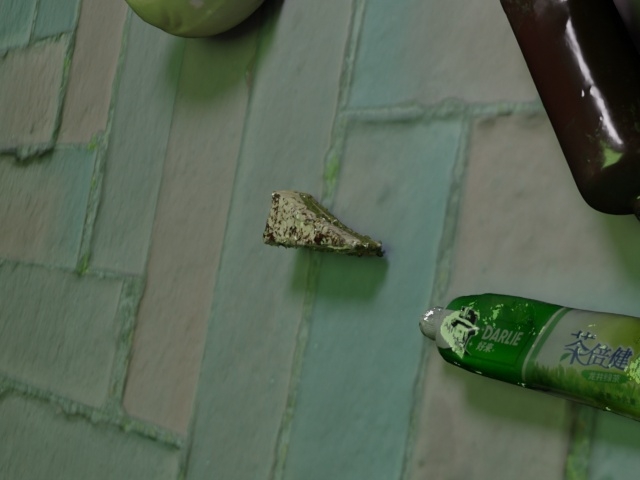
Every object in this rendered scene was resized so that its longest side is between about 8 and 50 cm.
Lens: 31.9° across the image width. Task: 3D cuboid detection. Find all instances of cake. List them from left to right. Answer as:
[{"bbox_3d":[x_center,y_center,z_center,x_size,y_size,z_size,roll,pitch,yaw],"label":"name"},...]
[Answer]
[{"bbox_3d":[0.000,0.000,0.971,0.140,0.051,0.055,34,108,54],"label":"cake"}]

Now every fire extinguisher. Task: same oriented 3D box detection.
[{"bbox_3d":[0.190,-0.100,0.733,0.089,0.072,0.267,-20,58,9],"label":"fire extinguisher"}]

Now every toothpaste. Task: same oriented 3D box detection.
[{"bbox_3d":[0.156,0.072,0.748,0.248,0.047,0.078,9,90,52],"label":"toothpaste"}]

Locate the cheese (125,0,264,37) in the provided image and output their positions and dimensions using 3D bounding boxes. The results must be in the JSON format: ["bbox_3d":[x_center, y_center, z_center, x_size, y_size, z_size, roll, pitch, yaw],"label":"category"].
[{"bbox_3d":[-0.121,-0.346,1.169,0.233,0.127,0.266,15,91,54],"label":"cheese"}]
